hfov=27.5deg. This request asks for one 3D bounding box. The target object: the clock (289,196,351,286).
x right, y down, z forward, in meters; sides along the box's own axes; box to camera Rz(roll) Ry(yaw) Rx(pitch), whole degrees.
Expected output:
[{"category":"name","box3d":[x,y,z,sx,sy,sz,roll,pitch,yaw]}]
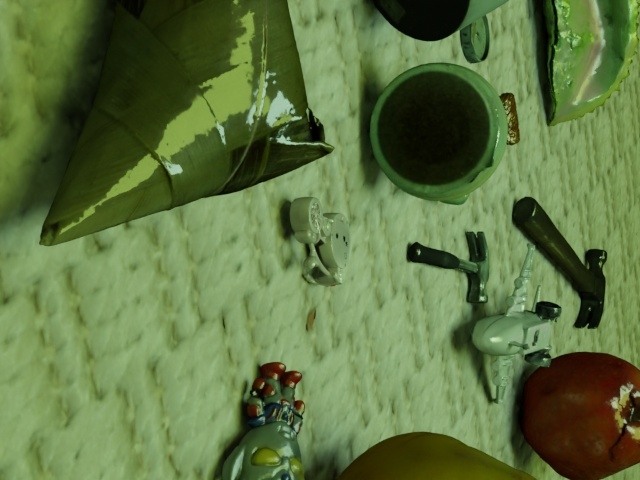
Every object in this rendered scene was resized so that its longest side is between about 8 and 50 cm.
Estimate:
[{"category":"clock","box3d":[0.000,0.000,1.468,0.129,0.041,0.087,44,48,-59]}]

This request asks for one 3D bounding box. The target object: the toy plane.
[{"category":"toy plane","box3d":[0.292,0.134,1.936,0.255,0.101,0.251,-10,112,-67]}]

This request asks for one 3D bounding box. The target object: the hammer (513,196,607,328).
[{"category":"hammer","box3d":[0.421,0.025,2.268,0.440,0.044,0.168,39,54,-55]}]

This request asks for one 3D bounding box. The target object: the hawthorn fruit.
[{"category":"hawthorn fruit","box3d":[0.451,0.274,2.066,0.211,0.299,0.211,9,74,-34]}]

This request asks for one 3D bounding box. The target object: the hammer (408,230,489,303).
[{"category":"hammer","box3d":[0.182,0.024,1.830,0.246,0.029,0.103,18,74,-59]}]

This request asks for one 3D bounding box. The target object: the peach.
[{"category":"peach","box3d":[0.110,0.365,1.441,0.308,0.289,0.289,-47,137,-15]}]

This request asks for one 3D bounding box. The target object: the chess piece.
[{"category":"chess piece","box3d":[0.173,-0.135,1.715,0.298,0.175,0.176,-5,94,-75]}]

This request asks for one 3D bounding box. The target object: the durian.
[{"category":"durian","box3d":[0.439,-0.371,2.198,0.169,0.158,0.352,-37,126,-43]}]

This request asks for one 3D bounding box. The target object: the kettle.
[{"category":"kettle","box3d":[0.176,-0.352,1.661,0.161,0.221,0.236,49,51,7]}]

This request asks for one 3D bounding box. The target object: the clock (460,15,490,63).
[{"category":"clock","box3d":[0.230,-0.304,1.934,0.085,0.017,0.085,2,88,-63]}]

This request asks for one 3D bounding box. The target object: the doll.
[{"category":"doll","box3d":[-0.050,0.222,1.349,0.104,0.062,0.195,51,40,-51]}]

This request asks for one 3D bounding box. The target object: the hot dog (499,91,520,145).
[{"category":"hot dog","box3d":[0.286,-0.188,2.020,0.058,0.035,0.083,-43,127,-55]}]

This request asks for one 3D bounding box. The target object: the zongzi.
[{"category":"zongzi","box3d":[-0.145,-0.165,1.097,0.317,0.154,0.289,-25,104,-54]}]
